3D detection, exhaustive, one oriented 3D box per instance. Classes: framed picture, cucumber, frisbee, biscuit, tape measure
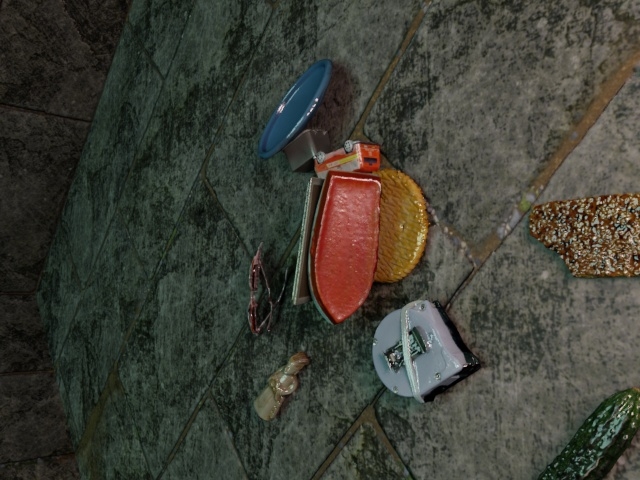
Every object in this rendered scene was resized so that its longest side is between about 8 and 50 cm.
[{"bbox_3d":[0.000,0.000,1.381,0.017,0.217,0.274,10,93,22],"label":"framed picture"},{"bbox_3d":[0.404,0.331,0.954,0.077,0.077,0.265,51,125,40],"label":"cucumber"},{"bbox_3d":[-0.053,-0.312,1.531,0.289,0.049,0.289,-45,24,27],"label":"frisbee"},{"bbox_3d":[0.435,-0.005,0.990,0.237,0.026,0.131,-5,80,49],"label":"biscuit"},{"bbox_3d":[0.187,0.215,1.206,0.181,0.107,0.182,-49,54,27],"label":"tape measure"},{"bbox_3d":[0.135,-0.030,1.347,0.254,0.035,0.253,-6,82,49],"label":"biscuit"}]

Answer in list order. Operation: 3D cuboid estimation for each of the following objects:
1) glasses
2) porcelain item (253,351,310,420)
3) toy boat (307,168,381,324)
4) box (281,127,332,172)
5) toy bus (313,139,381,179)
[{"bbox_3d":[-0.145,0.134,1.653,0.162,0.096,0.255,-166,81,-78],"label":"glasses"},{"bbox_3d":[-0.098,0.360,1.573,0.213,0.054,0.084,-56,49,29],"label":"porcelain item"},{"bbox_3d":[0.048,0.020,1.320,0.133,0.145,0.331,-118,35,-82],"label":"toy boat"},{"bbox_3d":[-0.028,-0.215,1.531,0.122,0.084,0.069,-31,73,45],"label":"box"},{"bbox_3d":[0.057,-0.175,1.425,0.174,0.079,0.077,-13,81,50],"label":"toy bus"}]
